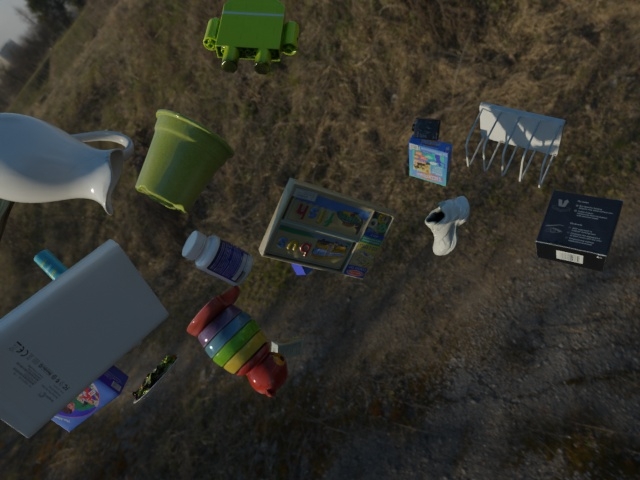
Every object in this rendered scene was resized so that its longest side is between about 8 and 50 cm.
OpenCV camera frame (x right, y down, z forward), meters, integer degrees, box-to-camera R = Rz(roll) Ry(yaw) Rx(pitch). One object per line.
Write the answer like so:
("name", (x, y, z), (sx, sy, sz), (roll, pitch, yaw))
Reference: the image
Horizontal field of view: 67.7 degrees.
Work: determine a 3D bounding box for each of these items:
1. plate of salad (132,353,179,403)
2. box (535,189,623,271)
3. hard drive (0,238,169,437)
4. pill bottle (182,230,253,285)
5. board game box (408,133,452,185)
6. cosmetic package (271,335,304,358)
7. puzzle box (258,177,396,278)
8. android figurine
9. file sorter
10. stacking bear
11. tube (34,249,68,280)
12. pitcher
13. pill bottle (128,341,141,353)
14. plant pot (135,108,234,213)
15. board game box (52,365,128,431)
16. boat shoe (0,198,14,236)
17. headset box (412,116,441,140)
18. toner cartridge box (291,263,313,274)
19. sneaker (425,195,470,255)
("plate of salad", (-0.546, 0.449, 1.572), (0.200, 0.048, 0.200), (-42, 9, 8))
("box", (0.635, -0.026, 1.177), (0.155, 0.093, 0.158), (16, 70, 33))
("hard drive", (-0.435, 0.168, 0.830), (0.040, 0.203, 0.307), (22, 55, 38))
("pill bottle", (-0.304, 0.049, 1.404), (0.112, 0.186, 0.112), (-37, 36, 33))
("board game box", (0.426, -0.310, 1.860), (0.160, 0.210, 0.047), (21, 67, 21))
("cosmetic package", (-0.115, 0.378, 1.675), (0.041, 0.115, 0.060), (15, 103, 50))
("puzzle box", (0.028, -0.027, 1.590), (0.272, 0.408, 0.052), (-64, 31, 21))
("android figurine", (-0.180, -0.553, 1.260), (0.248, 0.056, 0.273), (2, 63, 1))
("file sorter", (0.661, -0.325, 1.652), (0.277, 0.193, 0.173), (23, 76, 27))
("stacking bear", (-0.205, 0.290, 1.289), (0.164, 0.289, 0.175), (-46, -4, 16))
("tube", (-0.822, 0.117, 1.524), (0.080, 0.207, 0.052), (-49, -5, 21))
("pitcher", (-0.402, -0.128, 0.721), (0.178, 0.207, 0.126), (-94, 19, -51))
("pill bottle", (-0.591, 0.309, 1.414), (0.065, 0.116, 0.065), (0, 91, 22))
("plant pot", (-0.458, -0.236, 1.544), (0.276, 0.276, 0.254), (13, 75, 53))
("board game box", (-0.772, 0.372, 1.369), (0.233, 0.347, 0.078), (-36, 21, 15))
("boat shoe", (-0.855, -0.100, 1.235), (0.109, 0.098, 0.303), (12, 84, 62))
("headset box", (0.323, -0.344, 1.463), (0.083, 0.062, 0.032), (11, 23, 18))
("toner cartridge box", (0.000, 0.000, 2.185), (0.347, 0.165, 0.075), (-36, 17, -32))
("sneaker", (0.375, -0.045, 1.490), (0.090, 0.115, 0.232), (-101, 14, -47))
